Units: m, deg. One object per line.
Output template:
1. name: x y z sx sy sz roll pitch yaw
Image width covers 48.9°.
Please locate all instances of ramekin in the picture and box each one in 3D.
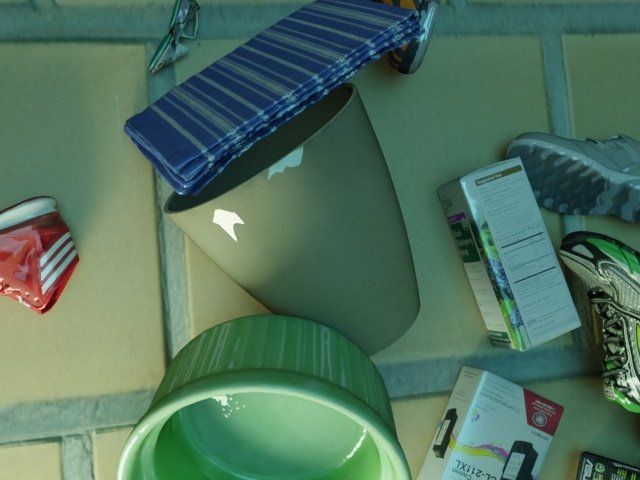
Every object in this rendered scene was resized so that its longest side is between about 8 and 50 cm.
1. ramekin: -0.055 0.229 0.779 0.303 0.148 0.304 1 119 2

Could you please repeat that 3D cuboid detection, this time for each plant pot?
1. plant pot: 0.000 0.000 0.836 0.256 0.256 0.274 -37 109 -11

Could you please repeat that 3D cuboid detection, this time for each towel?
1. towel: -0.068 -0.189 0.844 0.336 0.243 0.040 -36 125 -11

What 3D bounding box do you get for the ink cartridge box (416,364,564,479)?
1. ink cartridge box: 0.222 0.272 0.924 0.127 0.072 0.175 26 81 -8

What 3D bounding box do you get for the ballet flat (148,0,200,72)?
1. ballet flat: -0.185 -0.263 0.913 0.041 0.041 0.114 21 83 -8

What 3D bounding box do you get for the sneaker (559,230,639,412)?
1. sneaker: 0.410 0.135 0.892 0.146 0.134 0.344 -36 92 7

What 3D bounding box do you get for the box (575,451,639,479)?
1. box: 0.415 0.395 0.916 0.184 0.045 0.191 11 81 26

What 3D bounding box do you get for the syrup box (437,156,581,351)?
1. syrup box: 0.248 0.018 0.940 0.096 0.093 0.237 -20 89 -11

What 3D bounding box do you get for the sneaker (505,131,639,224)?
1. sneaker: 0.392 -0.099 0.993 0.281 0.105 0.115 16 53 -7

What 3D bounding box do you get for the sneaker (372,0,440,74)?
1. sneaker: 0.065 -0.376 0.938 0.180 0.124 0.321 5 74 -6

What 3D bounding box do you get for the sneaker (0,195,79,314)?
1. sneaker: -0.391 0.047 0.824 0.221 0.087 0.128 -28 90 -10
